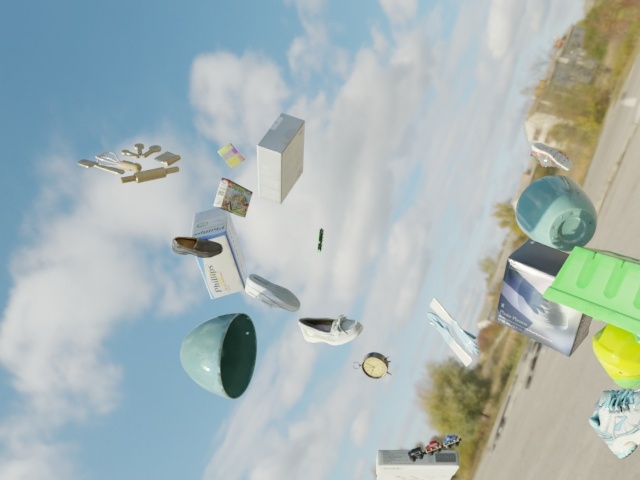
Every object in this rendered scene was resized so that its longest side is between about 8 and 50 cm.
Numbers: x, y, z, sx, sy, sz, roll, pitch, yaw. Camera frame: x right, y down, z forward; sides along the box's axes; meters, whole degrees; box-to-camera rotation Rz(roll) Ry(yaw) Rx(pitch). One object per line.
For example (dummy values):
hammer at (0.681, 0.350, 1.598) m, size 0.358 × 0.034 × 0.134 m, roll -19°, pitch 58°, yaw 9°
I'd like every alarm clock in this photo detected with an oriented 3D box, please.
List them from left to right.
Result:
alarm clock at (0.249, 0.610, 2.842) m, size 0.064 × 0.191 × 0.130 m, roll -60°, pitch -37°, yaw -64°

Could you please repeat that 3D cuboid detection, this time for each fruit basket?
fruit basket at (0.818, 0.230, 1.567) m, size 0.282 × 0.392 × 0.392 m, roll 5°, pitch -73°, yaw -35°

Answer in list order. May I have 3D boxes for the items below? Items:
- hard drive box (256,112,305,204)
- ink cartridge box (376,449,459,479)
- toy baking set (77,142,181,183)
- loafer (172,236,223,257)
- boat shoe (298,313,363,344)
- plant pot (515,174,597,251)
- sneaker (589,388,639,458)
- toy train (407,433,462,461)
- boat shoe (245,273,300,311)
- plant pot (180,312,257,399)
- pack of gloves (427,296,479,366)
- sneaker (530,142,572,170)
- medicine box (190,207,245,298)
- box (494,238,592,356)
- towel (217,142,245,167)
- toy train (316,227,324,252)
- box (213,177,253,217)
hard drive box at (-0.128, -0.266, 1.904) m, size 0.232 × 0.089 × 0.181 m, roll 96°, pitch -162°, yaw -50°
ink cartridge box at (0.333, 0.795, 2.036) m, size 0.239 × 0.274 × 0.060 m, roll 86°, pitch -176°, yaw -56°
toy baking set at (-0.519, -0.209, 1.600) m, size 0.256 × 0.196 × 0.030 m, roll -21°, pitch -49°, yaw -34°
loafer at (-0.411, 0.019, 1.939) m, size 0.061 × 0.169 × 0.062 m, roll 108°, pitch 161°, yaw -59°
boat shoe at (0.040, 0.384, 2.554) m, size 0.118 × 0.320 × 0.103 m, roll -52°, pitch -57°, yaw -40°
plant pot at (0.963, -0.087, 2.324) m, size 0.235 × 0.292 × 0.293 m, roll -89°, pitch 9°, yaw -65°
sneaker at (0.658, 0.373, 1.249) m, size 0.110 × 0.122 × 0.283 m, roll -33°, pitch -33°, yaw -24°
toy train at (0.318, 0.576, 1.621) m, size 0.027 × 0.158 × 0.036 m, roll -55°, pitch -59°, yaw -79°
boat shoe at (-0.174, 0.204, 2.105) m, size 0.083 × 0.226 × 0.076 m, roll -31°, pitch -33°, yaw -54°
plant pot at (-0.367, 0.390, 2.009) m, size 0.290 × 0.195 × 0.291 m, roll 2°, pitch -90°, yaw -72°
pack of gloves at (0.463, 0.308, 1.997) m, size 0.046 × 0.232 × 0.195 m, roll -34°, pitch -21°, yaw -15°
sneaker at (0.815, -0.286, 2.055) m, size 0.061 × 0.158 × 0.065 m, roll -31°, pitch -33°, yaw -28°
medicine box at (-0.410, 0.042, 2.348) m, size 0.289 × 0.149 × 0.264 m, roll -108°, pitch 3°, yaw -63°
box at (0.807, 0.198, 2.058) m, size 0.182 × 0.296 × 0.294 m, roll -29°, pitch -48°, yaw -39°
towel at (-0.301, -0.287, 1.963) m, size 0.083 × 0.060 × 0.009 m, roll 47°, pitch -158°, yaw -34°
toy train at (0.000, 0.000, 1.738) m, size 0.024 × 0.017 × 0.083 m, roll 95°, pitch -179°, yaw -54°
box at (-0.340, -0.165, 2.275) m, size 0.207 × 0.036 × 0.114 m, roll 23°, pitch -98°, yaw -69°
